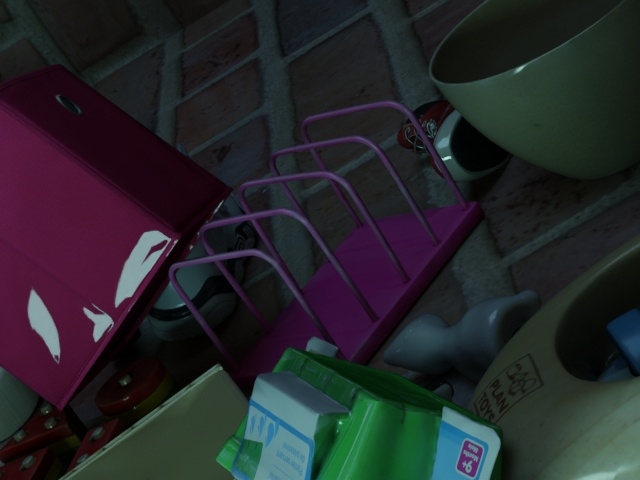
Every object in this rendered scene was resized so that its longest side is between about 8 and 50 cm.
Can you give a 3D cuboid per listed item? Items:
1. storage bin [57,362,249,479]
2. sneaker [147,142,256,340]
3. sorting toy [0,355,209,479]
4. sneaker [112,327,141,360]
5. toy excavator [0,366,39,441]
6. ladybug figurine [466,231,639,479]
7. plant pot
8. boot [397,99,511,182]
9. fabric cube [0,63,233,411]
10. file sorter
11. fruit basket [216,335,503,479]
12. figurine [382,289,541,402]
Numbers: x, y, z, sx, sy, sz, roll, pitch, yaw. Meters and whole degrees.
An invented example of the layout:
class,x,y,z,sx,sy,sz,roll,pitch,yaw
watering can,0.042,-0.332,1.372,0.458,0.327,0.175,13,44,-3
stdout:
class,x,y,z,sx,sy,sz,roll,pitch,yaw
storage bin,-0.134,0.270,1.643,0.260,0.123,0.262,-37,21,-5
sneaker,-0.183,-0.040,2.257,0.137,0.210,0.366,-17,25,10
sorting toy,-0.264,0.242,1.946,0.257,0.089,0.255,-24,22,25
sneaker,-0.271,0.065,2.192,0.083,0.118,0.222,-34,-16,-19
toy excavator,-0.604,0.210,2.431,0.433,0.222,0.445,-32,34,4
ladybug figurine,0.314,0.090,1.311,0.449,0.162,0.305,-31,21,8
plant pot,0.289,-0.180,1.911,0.284,0.191,0.284,-30,21,13
boot,0.151,-0.122,2.149,0.176,0.088,0.244,-20,17,34
fabric cube,-0.293,-0.013,1.961,0.259,0.258,0.254,-55,-1,17
file sorter,0.000,0.000,1.956,0.202,0.182,0.291,-9,32,48
fruit basket,-0.006,0.266,1.300,0.353,0.165,0.327,-67,24,0
figurine,0.097,0.136,1.656,0.215,0.092,0.209,-44,18,-27
